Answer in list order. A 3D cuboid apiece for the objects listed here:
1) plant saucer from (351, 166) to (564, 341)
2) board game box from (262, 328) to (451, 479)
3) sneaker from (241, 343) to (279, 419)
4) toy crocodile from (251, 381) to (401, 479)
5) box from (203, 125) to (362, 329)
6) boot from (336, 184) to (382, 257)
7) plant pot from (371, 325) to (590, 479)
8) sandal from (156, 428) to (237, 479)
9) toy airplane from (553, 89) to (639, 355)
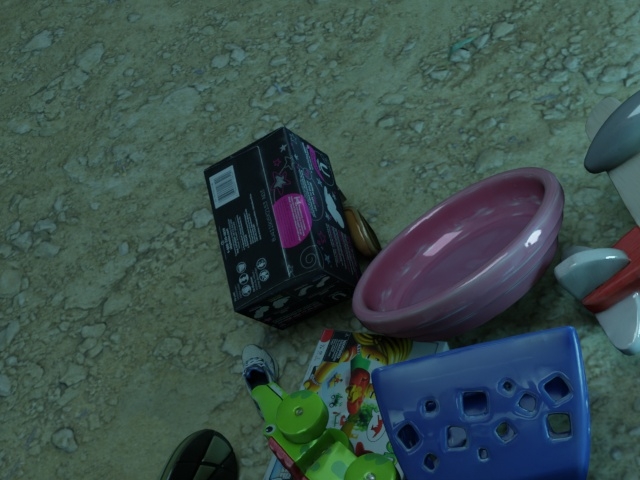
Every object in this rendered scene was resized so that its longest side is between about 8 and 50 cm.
[{"bbox_3d":[0.199,0.029,1.453,0.332,0.084,0.332,-33,16,11],"label":"plant saucer"},{"bbox_3d":[0.046,0.263,1.412,0.193,0.053,0.305,3,52,27],"label":"board game box"},{"bbox_3d":[-0.089,0.195,1.539,0.052,0.058,0.135,-28,43,1],"label":"sneaker"},{"bbox_3d":[0.017,0.286,1.284,0.105,0.115,0.340,-41,47,-13],"label":"toy crocodile"},{"bbox_3d":[-0.056,-0.014,1.589,0.163,0.142,0.247,-27,61,22],"label":"box"},{"bbox_3d":[0.000,0.000,1.675,0.152,0.073,0.197,-39,46,1],"label":"boot"},{"bbox_3d":[0.206,0.243,1.210,0.236,0.236,0.212,-15,69,9],"label":"plant pot"},{"bbox_3d":[-0.216,0.380,1.398,0.086,0.120,0.303,1,50,45],"label":"sandal"},{"bbox_3d":[0.467,-0.038,1.322,0.386,0.272,0.384,12,57,34],"label":"toy airplane"}]
